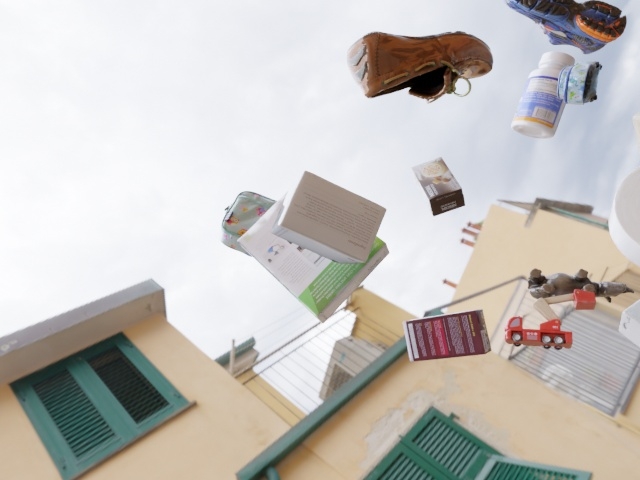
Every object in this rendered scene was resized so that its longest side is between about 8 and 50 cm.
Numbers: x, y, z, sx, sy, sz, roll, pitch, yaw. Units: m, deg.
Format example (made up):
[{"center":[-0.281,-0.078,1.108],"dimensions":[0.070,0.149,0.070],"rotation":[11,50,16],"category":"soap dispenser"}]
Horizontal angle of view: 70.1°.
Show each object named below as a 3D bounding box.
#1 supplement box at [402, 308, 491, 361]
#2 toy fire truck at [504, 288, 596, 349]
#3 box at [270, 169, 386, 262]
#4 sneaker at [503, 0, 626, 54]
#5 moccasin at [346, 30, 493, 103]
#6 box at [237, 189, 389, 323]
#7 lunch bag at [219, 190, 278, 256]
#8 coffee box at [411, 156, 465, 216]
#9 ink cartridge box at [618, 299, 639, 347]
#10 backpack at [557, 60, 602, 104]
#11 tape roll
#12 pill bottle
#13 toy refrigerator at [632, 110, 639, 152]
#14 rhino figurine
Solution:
[{"center":[0.385,0.292,1.402],"dimensions":[0.073,0.239,0.130],"rotation":[5,-108,-54],"category":"supplement box"},{"center":[0.533,0.182,1.064],"dimensions":[0.047,0.192,0.135],"rotation":[54,-138,-53],"category":"toy fire truck"},{"center":[0.009,-0.039,0.932],"dimensions":[0.182,0.181,0.119],"rotation":[24,-98,-10],"category":"box"},{"center":[0.436,-0.409,0.847],"dimensions":[0.083,0.221,0.087],"rotation":[-55,-9,-13],"category":"sneaker"},{"center":[0.231,-0.354,0.960],"dimensions":[0.380,0.139,0.147],"rotation":[-16,-91,-38],"category":"moccasin"},{"center":[-0.025,0.016,1.117],"dimensions":[0.232,0.322,0.058],"rotation":[-46,-34,-7],"category":"box"},{"center":[-0.198,-0.053,1.579],"dimensions":[0.108,0.279,0.224],"rotation":[107,-176,-55],"category":"lunch bag"},{"center":[0.487,-0.228,1.906],"dimensions":[0.141,0.246,0.098],"rotation":[-20,-49,8],"category":"coffee box"},{"center":[0.903,0.193,1.220],"dimensions":[0.175,0.072,0.127],"rotation":[-35,-44,-2],"category":"ink cartridge box"},{"center":[0.652,-0.397,1.158],"dimensions":[0.114,0.084,0.105],"rotation":[-29,-57,-43],"category":"backpack"},{"center":[0.847,-0.057,1.070],"dimensions":[0.286,0.286,0.100],"rotation":[-56,-33,-10],"category":"tape roll"},{"center":[0.797,-0.515,1.622],"dimensions":[0.152,0.152,0.272],"rotation":[13,-83,-53],"category":"pill bottle"},{"center":[0.869,-0.308,1.070],"dimensions":[0.269,0.094,0.102],"rotation":[-32,-70,-16],"category":"toy refrigerator"},{"center":[0.637,0.115,1.128],"dimensions":[0.106,0.243,0.073],"rotation":[62,-147,-65],"category":"rhino figurine"}]
